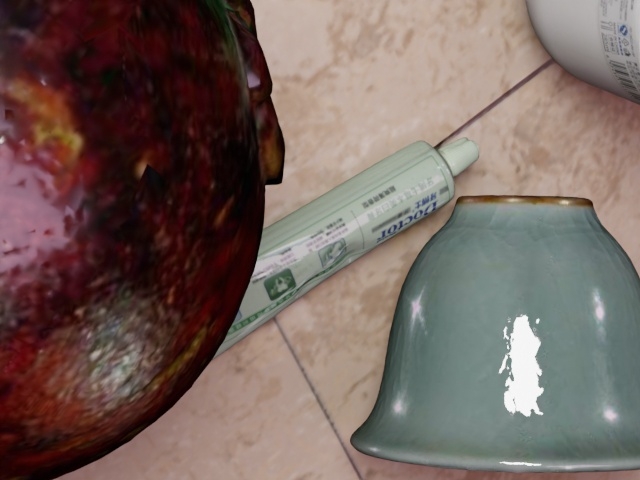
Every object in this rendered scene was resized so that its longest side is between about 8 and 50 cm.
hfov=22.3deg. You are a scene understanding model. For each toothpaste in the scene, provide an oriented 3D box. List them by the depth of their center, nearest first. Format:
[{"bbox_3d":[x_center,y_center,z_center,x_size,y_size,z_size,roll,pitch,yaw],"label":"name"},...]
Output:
[{"bbox_3d":[0.000,0.000,0.924,0.218,0.041,0.064,-32,129,-15],"label":"toothpaste"}]

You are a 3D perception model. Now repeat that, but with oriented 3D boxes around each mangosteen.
[{"bbox_3d":[-0.167,-0.037,0.645,0.311,0.311,0.311,-13,115,-29],"label":"mangosteen"}]

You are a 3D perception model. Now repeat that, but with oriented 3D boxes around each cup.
[{"bbox_3d":[0.182,-0.164,0.909,0.134,0.142,0.174,-25,121,-22],"label":"cup"},{"bbox_3d":[0.117,0.049,0.948,0.199,0.199,0.150,1,90,-33],"label":"cup"}]
